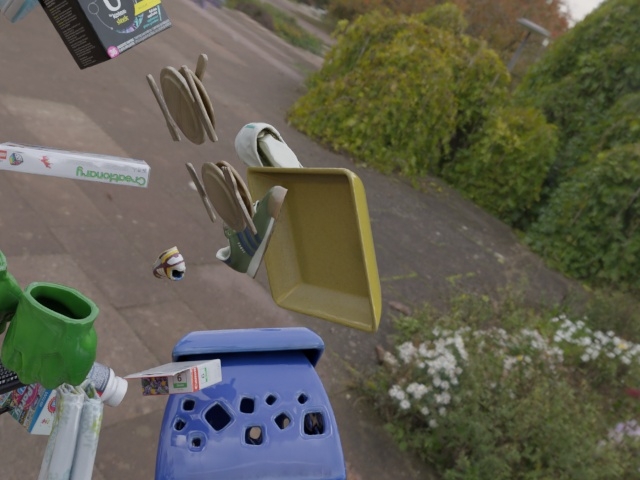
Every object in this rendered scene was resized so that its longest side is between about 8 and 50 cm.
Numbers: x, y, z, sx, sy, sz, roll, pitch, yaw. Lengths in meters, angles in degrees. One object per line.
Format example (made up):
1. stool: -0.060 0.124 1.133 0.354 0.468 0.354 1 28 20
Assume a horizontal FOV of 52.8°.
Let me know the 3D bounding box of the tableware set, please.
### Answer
1. tableware set: -0.117 -0.102 0.706 0.039 0.194 0.128 -31 23 -24

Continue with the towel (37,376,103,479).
1. towel: -0.523 0.472 1.306 0.090 0.374 0.320 11 -8 -21

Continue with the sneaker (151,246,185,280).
1. sneaker: -0.442 0.090 1.885 0.069 0.185 0.084 -27 79 -29

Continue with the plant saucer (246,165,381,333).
1. plant saucer: 0.000 0.000 1.344 0.081 0.332 0.333 -23 21 -37

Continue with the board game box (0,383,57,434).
1. board game box: -0.948 0.468 2.132 0.303 0.224 0.097 23 -5 33

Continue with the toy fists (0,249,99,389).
1. toy fists: -0.438 0.105 0.914 0.279 0.142 0.096 27 21 5

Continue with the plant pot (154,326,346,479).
1. plant pot: -0.102 0.245 0.896 0.236 0.236 0.212 0 64 -10

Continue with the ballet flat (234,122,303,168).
1. ballet flat: -0.059 -0.120 1.578 0.400 0.139 0.139 52 19 -12

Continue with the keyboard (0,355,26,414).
1. keyboard: -0.974 0.441 1.921 0.033 0.317 0.201 57 14 -60

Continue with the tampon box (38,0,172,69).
1. tampon box: -0.310 -0.341 0.894 0.101 0.161 0.120 2 38 46

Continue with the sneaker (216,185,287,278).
1. sneaker: -0.123 -0.020 1.082 0.086 0.192 0.064 22 37 -3

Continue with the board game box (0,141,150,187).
1. board game box: -0.538 -0.168 1.417 0.305 0.053 0.193 6 8 -19

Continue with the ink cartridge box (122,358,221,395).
1. ink cartridge box: -0.162 0.155 0.717 0.063 0.029 0.115 -7 -4 15

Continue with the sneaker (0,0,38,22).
1. sneaker: -0.577 -0.499 1.132 0.208 0.127 0.319 50 -16 -30

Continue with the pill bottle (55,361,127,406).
1. pill bottle: -0.625 0.385 1.753 0.180 0.108 0.108 33 17 -30
